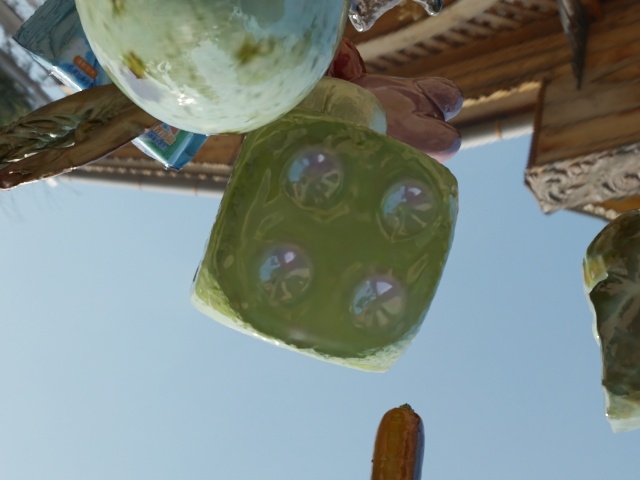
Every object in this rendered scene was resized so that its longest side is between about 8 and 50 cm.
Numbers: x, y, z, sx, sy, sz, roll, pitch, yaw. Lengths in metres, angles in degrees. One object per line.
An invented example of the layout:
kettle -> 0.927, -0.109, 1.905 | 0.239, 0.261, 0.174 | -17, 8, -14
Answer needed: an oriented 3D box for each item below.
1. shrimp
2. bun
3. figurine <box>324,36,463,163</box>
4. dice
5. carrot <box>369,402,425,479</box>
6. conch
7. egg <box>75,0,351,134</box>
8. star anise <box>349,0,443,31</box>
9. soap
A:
shrimp -> -0.221, -0.076, 0.722 | 0.236, 0.053, 0.133 | -23, -141, -4
bun -> 0.001, -0.154, 1.223 | 0.188, 0.164, 0.111 | 9, -116, 18
figurine -> 0.097, -0.183, 1.492 | 0.269, 0.261, 0.211 | -81, -172, -47
dice -> 0.000, 0.000, 1.001 | 0.254, 0.250, 0.252 | 176, -65, -82
carrot -> 0.091, 0.307, 1.059 | 0.067, 0.067, 0.225 | -14, -132, 30
conch -> 0.230, 0.046, 0.582 | 0.106, 0.116, 0.173 | -5, -119, 38
egg -> -0.065, -0.176, 0.514 | 0.169, 0.231, 0.169 | -4, -155, 2
star anise -> 0.083, -0.289, 0.702 | 0.236, 0.109, 0.223 | 9, -111, 54
soap -> -0.236, -0.219, 1.111 | 0.077, 0.293, 0.156 | 31, -97, 40
